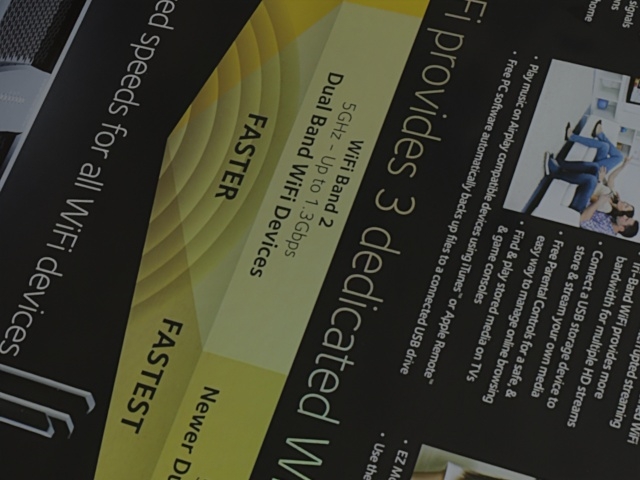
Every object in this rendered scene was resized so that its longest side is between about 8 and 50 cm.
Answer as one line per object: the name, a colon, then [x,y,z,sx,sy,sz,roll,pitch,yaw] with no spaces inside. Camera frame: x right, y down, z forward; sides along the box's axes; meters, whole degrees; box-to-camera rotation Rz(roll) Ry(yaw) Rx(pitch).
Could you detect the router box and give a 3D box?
router box: [0.000,0.000,0.377,0.081,0.243,0.308,70,39,-63]
